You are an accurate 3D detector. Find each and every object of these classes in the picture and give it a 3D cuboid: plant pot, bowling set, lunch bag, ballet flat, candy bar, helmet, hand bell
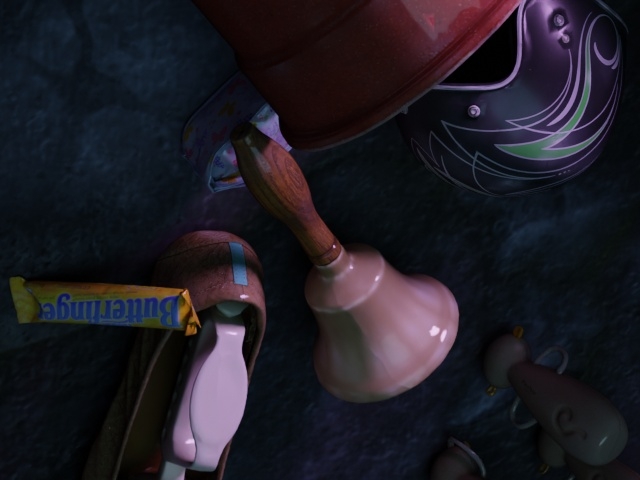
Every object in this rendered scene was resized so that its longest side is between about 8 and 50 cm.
[{"bbox_3d":[-0.015,-0.246,1.102,0.272,0.272,0.265,-45,111,4],"label":"plant pot"},{"bbox_3d":[0.194,0.235,1.461,0.200,0.154,0.287,17,106,-44],"label":"bowling set"},{"bbox_3d":[-0.061,-0.077,1.255,0.083,0.071,0.053,-42,123,0],"label":"lunch bag"},{"bbox_3d":[-0.109,0.161,1.314,0.116,0.124,0.342,11,109,-24],"label":"ballet flat"},{"bbox_3d":[-0.160,0.048,1.259,0.161,0.018,0.040,3,116,25],"label":"candy bar"},{"bbox_3d":[0.139,-0.110,1.257,0.169,0.169,0.161,28,85,-27],"label":"helmet"},{"bbox_3d":[0.000,0.000,1.254,0.126,0.126,0.242,-35,130,-1],"label":"hand bell"}]
